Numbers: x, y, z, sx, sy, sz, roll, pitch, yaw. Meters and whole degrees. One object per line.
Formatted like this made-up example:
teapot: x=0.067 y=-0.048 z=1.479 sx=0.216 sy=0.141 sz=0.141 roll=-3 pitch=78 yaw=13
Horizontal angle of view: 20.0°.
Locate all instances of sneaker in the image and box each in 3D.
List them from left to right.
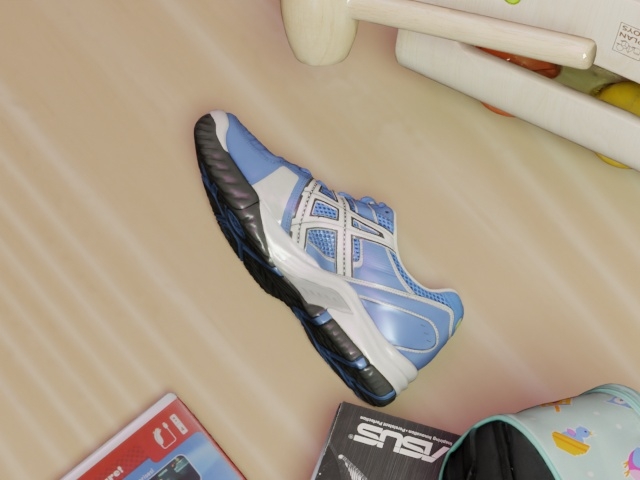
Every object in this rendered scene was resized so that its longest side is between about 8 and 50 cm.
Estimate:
sneaker: x=0.000 y=0.000 z=1.093 sx=0.081 sy=0.080 sz=0.211 roll=-36 pitch=75 yaw=-13

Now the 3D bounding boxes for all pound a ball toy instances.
pound a ball toy: x=0.152 y=-0.094 z=1.048 sx=0.319 sy=0.136 sz=0.208 roll=25 pitch=38 yaw=19

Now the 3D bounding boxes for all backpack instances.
backpack: x=0.140 y=0.164 z=0.869 sx=0.144 sy=0.166 sz=0.188 roll=-21 pitch=65 yaw=-25

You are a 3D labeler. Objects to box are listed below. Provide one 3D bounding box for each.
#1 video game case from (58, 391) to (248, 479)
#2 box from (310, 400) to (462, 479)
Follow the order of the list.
video game case: x=-0.077 y=0.251 z=1.020 sx=0.204 sy=0.025 sz=0.285 roll=-39 pitch=67 yaw=-7
box: x=0.091 y=0.205 z=0.973 sx=0.231 sy=0.056 sz=0.183 roll=16 pitch=64 yaw=12
